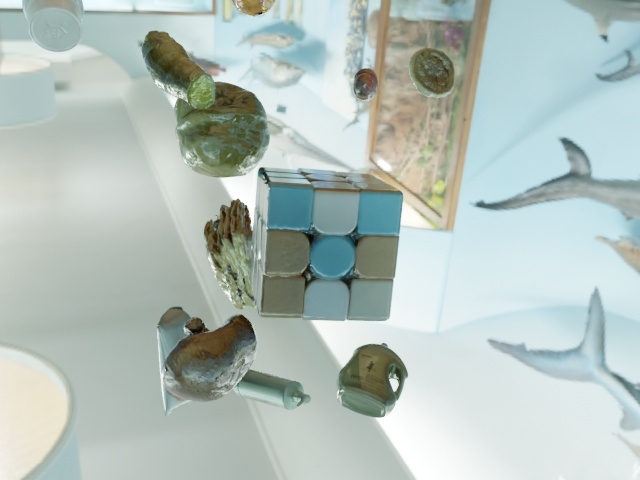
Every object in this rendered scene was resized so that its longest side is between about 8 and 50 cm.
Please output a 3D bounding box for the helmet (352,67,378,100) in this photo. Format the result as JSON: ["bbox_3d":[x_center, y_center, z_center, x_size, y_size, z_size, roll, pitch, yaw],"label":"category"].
[{"bbox_3d":[0.111,-0.392,1.710,0.065,0.083,0.049,2,-165,11],"label":"helmet"}]

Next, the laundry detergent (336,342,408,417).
[{"bbox_3d":[0.152,0.375,1.905,0.181,0.091,0.253,16,-146,13],"label":"laundry detergent"}]

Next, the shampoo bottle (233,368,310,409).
[{"bbox_3d":[-0.131,0.421,1.906,0.263,0.085,0.085,3,-162,42],"label":"shampoo bottle"}]

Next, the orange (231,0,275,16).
[{"bbox_3d":[-0.113,-0.423,1.147,0.084,0.083,0.083,4,-155,-2],"label":"orange"}]

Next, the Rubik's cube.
[{"bbox_3d":[0.000,0.000,1.794,0.345,0.346,0.347,4,-167,-9],"label":"Rubik's cube"}]

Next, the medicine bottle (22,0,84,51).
[{"bbox_3d":[-0.627,-0.552,1.590,0.139,0.139,0.236,-5,-131,-20],"label":"medicine bottle"}]

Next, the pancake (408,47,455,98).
[{"bbox_3d":[0.313,-0.467,1.883,0.152,0.151,0.025,-8,173,-25],"label":"pancake"}]

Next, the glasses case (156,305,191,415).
[{"bbox_3d":[-0.409,0.352,1.947,0.083,0.307,0.128,0,-168,15],"label":"glasses case"}]

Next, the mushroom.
[{"bbox_3d":[-0.219,0.256,1.422,0.138,0.194,0.231,24,-144,32],"label":"mushroom"}]

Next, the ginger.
[{"bbox_3d":[-0.368,-0.430,1.720,0.116,0.109,0.263,-40,-118,-12],"label":"ginger"}]

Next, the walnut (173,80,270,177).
[{"bbox_3d":[-0.290,-0.328,2.003,0.277,0.281,0.253,-1,-171,-27],"label":"walnut"}]

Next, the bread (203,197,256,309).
[{"bbox_3d":[-0.348,0.057,2.667,0.192,0.369,0.314,-8,-149,-6],"label":"bread"}]
